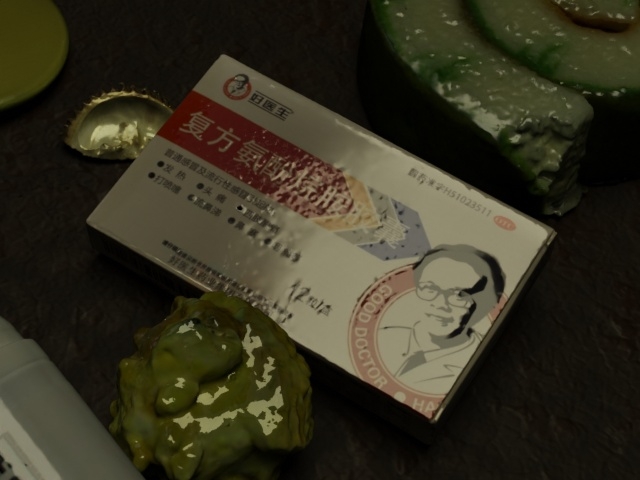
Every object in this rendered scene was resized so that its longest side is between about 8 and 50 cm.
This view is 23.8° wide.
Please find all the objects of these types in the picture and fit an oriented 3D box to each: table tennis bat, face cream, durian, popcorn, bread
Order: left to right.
[{"bbox_3d":[-0.419,-0.176,1.456,0.368,0.054,0.224,-19,54,-27],"label":"table tennis bat"},{"bbox_3d":[-0.246,0.138,1.096,0.145,0.145,0.370,-36,82,-31],"label":"face cream"},{"bbox_3d":[-0.182,-0.114,1.436,0.130,0.052,0.066,-2,54,-11],"label":"durian"},{"bbox_3d":[-0.090,0.130,1.207,0.173,0.142,0.174,15,59,-26],"label":"popcorn"},{"bbox_3d":[0.222,-0.188,1.508,0.366,0.129,0.382,12,51,1],"label":"bread"}]

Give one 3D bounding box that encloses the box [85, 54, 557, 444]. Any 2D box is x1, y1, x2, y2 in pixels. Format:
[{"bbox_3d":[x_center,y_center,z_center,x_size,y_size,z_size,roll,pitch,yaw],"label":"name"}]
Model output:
[{"bbox_3d":[0.000,0.000,1.327,0.353,0.069,0.214,30,66,14],"label":"box"}]
